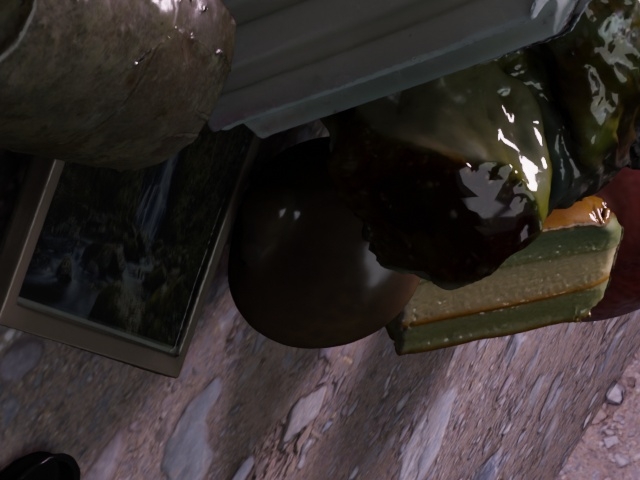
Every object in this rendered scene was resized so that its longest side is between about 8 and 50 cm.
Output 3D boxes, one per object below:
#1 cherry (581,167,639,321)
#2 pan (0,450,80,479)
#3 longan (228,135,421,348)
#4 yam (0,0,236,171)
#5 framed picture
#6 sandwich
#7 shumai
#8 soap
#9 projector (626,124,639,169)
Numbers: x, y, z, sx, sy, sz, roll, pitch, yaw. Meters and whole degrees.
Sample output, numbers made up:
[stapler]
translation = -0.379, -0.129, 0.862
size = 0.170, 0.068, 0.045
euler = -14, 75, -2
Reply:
[cherry]
translation = 0.335, -0.063, 2.068
size = 0.335, 0.291, 0.326
euler = -50, 177, 27
[pan]
translation = -0.258, 0.267, 1.417
size = 0.235, 0.028, 0.136
euler = -66, 159, 6
[longan]
translation = 0.000, 0.000, 1.497
size = 0.185, 0.159, 0.204
euler = -56, 146, 2
[yam]
translation = -0.155, -0.125, 0.964
size = 0.161, 0.161, 0.268
euler = -64, 158, 7
[framed picture]
translation = -0.127, -0.031, 1.289
size = 0.324, 0.020, 0.240
euler = 36, 72, -69
[sandwich]
translation = 0.144, 0.018, 1.758
size = 0.198, 0.227, 0.155
euler = -43, 153, -40
[shumai]
translation = 0.077, -0.093, 1.355
size = 0.263, 0.304, 0.309
euler = -52, 126, -33
[soap]
translation = 0.038, -0.176, 1.203
size = 0.094, 0.261, 0.150
euler = 0, 74, -66
[projector]
translation = 0.285, -0.301, 1.654
size = 0.405, 0.242, 0.395
euler = -60, 161, -1
